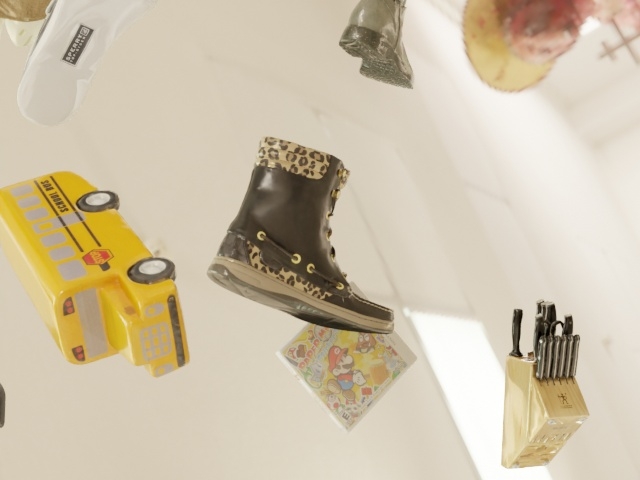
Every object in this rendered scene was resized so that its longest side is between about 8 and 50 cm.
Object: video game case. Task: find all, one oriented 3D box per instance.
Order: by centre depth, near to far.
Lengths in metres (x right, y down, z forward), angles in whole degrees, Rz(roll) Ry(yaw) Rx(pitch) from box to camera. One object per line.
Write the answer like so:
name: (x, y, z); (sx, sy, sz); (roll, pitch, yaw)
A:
video game case: (0.054, 0.223, 2.305); (0.206, 0.026, 0.227); (50, -121, -4)

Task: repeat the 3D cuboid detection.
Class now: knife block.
knife block: (0.391, 0.256, 2.194); (0.088, 0.276, 0.242); (0, -129, -20)

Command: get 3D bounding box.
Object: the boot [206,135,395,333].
boot: (0.000, 0.000, 2.154); (0.377, 0.138, 0.284); (21, -105, -22)

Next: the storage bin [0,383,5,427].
storage bin: (-0.562, 0.250, 1.848); (0.135, 0.091, 0.098); (58, -163, -50)

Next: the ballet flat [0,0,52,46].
ballet flat: (-0.519, -0.373, 1.908); (0.116, 0.342, 0.124); (-53, -38, -54)

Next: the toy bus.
toy bus: (-0.261, 0.036, 1.347); (0.332, 0.130, 0.108); (43, 144, 50)

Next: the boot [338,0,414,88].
boot: (0.107, -0.323, 1.738); (0.246, 0.083, 0.161); (34, -106, -71)

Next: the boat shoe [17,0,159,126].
boat shoe: (-0.284, -0.283, 1.487); (0.108, 0.301, 0.102); (24, -159, -26)
